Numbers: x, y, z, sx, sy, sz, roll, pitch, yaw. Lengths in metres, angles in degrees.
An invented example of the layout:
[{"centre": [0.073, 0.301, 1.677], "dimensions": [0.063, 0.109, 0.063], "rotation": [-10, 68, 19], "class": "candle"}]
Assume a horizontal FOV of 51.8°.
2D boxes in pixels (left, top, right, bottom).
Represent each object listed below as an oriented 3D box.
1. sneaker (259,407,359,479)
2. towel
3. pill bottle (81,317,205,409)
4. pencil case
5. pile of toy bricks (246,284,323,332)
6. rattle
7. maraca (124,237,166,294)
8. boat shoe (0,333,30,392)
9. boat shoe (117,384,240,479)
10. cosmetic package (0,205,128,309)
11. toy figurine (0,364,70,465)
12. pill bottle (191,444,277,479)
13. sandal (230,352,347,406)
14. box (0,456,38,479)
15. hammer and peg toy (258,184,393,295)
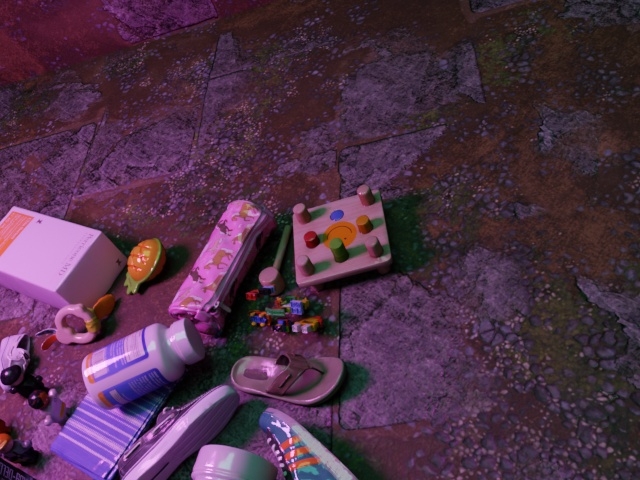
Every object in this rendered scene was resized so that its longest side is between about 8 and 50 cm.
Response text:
[{"centre": [-0.046, 0.472, 1.383], "dimensions": [0.121, 0.108, 0.302], "rotation": [-43, 49, -19], "class": "sneaker"}, {"centre": [-0.513, 0.432, 1.685], "dimensions": [0.243, 0.040, 0.336], "rotation": [12, 56, 34], "class": "towel"}, {"centre": [-0.431, 0.297, 1.631], "dimensions": [0.272, 0.152, 0.152], "rotation": [-25, 47, 3], "class": "pill bottle"}, {"centre": [-0.257, 0.068, 1.784], "dimensions": [0.167, 0.160, 0.386], "rotation": [15, 58, 16], "class": "pencil case"}, {"centre": [-0.083, 0.167, 1.676], "dimensions": [0.212, 0.118, 0.105], "rotation": [1, 14, 38], "class": "pile of toy bricks"}, {"centre": [-0.711, 0.230, 1.908], "dimensions": [0.200, 0.130, 0.142], "rotation": [-32, 35, 26], "class": "rattle"}, {"centre": [-0.522, 0.076, 1.943], "dimensions": [0.185, 0.099, 0.127], "rotation": [-53, 37, 12], "class": "maraca"}, {"centre": [-0.868, 0.335, 1.875], "dimensions": [0.076, 0.083, 0.226], "rotation": [-25, 38, -8], "class": "boat shoe"}, {"centre": [-0.342, 0.441, 1.532], "dimensions": [0.335, 0.121, 0.119], "rotation": [-41, 52, -9], "class": "boat shoe"}, {"centre": [-0.851, 0.060, 2.056], "dimensions": [0.453, 0.161, 0.230], "rotation": [13, 59, 31], "class": "cosmetic package"}, {"centre": [-0.784, 0.451, 1.706], "dimensions": [0.210, 0.148, 0.213], "rotation": [23, 64, 37], "class": "toy figurine"}, {"centre": [-0.212, 0.602, 1.283], "dimensions": [0.204, 0.204, 0.361], "rotation": [-1, 53, 24], "class": "pill bottle"}, {"centre": [-0.085, 0.316, 1.545], "dimensions": [0.303, 0.086, 0.120], "rotation": [-3, 52, 22], "class": "sandal"}, {"centre": [-0.833, 0.573, 1.516], "dimensions": [0.243, 0.307, 0.076], "rotation": [-21, 43, 6], "class": "box"}, {"centre": [0.000, 0.000, 1.743], "dimensions": [0.361, 0.127, 0.265], "rotation": [-15, 48, 12], "class": "hammer and peg toy"}]
